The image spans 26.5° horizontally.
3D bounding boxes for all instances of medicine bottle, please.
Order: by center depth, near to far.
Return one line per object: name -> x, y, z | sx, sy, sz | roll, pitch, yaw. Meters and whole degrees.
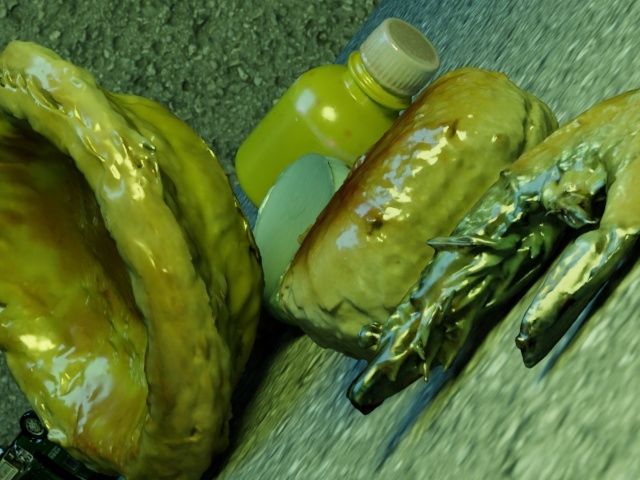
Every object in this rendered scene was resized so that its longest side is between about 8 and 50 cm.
medicine bottle -> 0.023, -0.113, 1.287 | 0.212, 0.122, 0.122 | -46, 10, 32

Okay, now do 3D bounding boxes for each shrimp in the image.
shrimp -> 0.094, 0.012, 0.645 | 0.217, 0.051, 0.150 | -47, 16, 6

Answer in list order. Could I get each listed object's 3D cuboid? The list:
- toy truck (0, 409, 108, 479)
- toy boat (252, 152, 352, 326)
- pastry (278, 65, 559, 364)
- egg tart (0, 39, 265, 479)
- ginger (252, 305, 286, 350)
toy truck -> -0.314, 0.266, 1.522 | 0.259, 0.121, 0.088 | -47, 9, 31
toy boat -> 0.000, 0.000, 1.170 | 0.134, 0.079, 0.207 | -58, 18, 13
pastry -> 0.055, -0.016, 0.804 | 0.192, 0.093, 0.182 | -54, 6, -5
egg tart -> -0.168, 0.016, 1.107 | 0.169, 0.388, 0.388 | -26, -7, -31
ginger -> -0.139, 0.107, 1.310 | 0.309, 0.107, 0.133 | -42, -2, 33
